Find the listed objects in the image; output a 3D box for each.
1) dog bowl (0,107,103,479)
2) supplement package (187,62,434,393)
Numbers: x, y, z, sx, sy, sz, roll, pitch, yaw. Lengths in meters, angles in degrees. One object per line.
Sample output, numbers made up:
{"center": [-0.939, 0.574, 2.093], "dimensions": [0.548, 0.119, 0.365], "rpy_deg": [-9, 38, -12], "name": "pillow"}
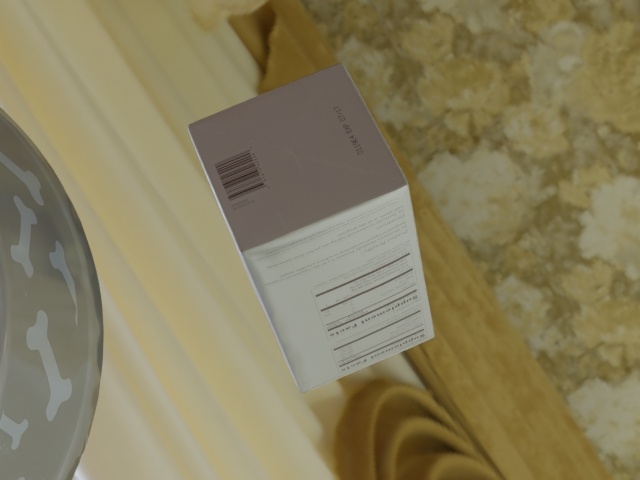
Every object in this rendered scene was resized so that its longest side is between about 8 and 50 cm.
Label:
{"center": [-0.287, 0.048, 0.521], "dimensions": [0.349, 0.348, 0.102], "rpy_deg": [-37, 172, -4], "name": "dog bowl"}
{"center": [0.000, 0.000, 0.907], "dimensions": [0.134, 0.244, 0.139], "rpy_deg": [-23, -124, -4], "name": "supplement package"}
